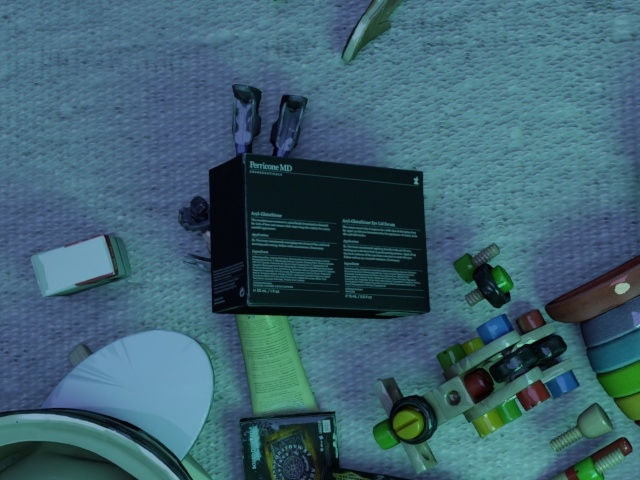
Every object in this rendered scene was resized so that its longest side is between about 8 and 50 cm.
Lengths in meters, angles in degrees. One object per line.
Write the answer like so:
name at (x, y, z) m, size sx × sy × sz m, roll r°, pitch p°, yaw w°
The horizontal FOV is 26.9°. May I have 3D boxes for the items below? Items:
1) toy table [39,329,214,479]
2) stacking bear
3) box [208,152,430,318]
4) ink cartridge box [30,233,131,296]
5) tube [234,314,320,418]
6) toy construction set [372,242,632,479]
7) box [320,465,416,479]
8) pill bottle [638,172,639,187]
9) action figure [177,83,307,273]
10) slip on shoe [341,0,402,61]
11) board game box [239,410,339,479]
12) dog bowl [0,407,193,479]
toy table at (-0.245, 0.229, 1.698) m, size 0.274 × 0.161 × 0.252 m, roll -33°, pitch 84°, yaw -1°
stacking bear at (0.430, 0.170, 1.672) m, size 0.175 × 0.164 × 0.289 m, roll -27°, pitch 87°, yaw 0°
box at (0.000, 0.000, 1.655) m, size 0.261 × 0.103 × 0.184 m, roll 4°, pitch 80°, yaw -31°
ink cartridge box at (-0.306, 0.034, 1.731) m, size 0.099 × 0.135 × 0.056 m, roll -17°, pitch 87°, yaw 2°
tube at (-0.068, 0.137, 1.726) m, size 0.070 × 0.062 × 0.240 m, roll 3°, pitch 115°, yaw 41°
toy construction set at (0.208, 0.217, 1.675) m, size 0.237 × 0.257 × 0.309 m, roll -36°, pitch 102°, yaw 17°
box at (0.095, 0.385, 1.682) m, size 0.220 × 0.051 × 0.175 m, roll 10°, pitch 110°, yaw 0°
pill bottle at (0.549, 0.011, 1.594) m, size 0.204 × 0.204 × 0.361 m, roll -30°, pitch 55°, yaw 0°
action figure at (-0.089, -0.054, 1.748) m, size 0.185 × 0.099 × 0.285 m, roll 8°, pitch 90°, yaw -9°
slip on shoe at (0.075, -0.293, 1.787) m, size 0.041 × 0.051 × 0.135 m, roll 31°, pitch 81°, yaw -7°
board game box at (-0.036, 0.318, 1.734) m, size 0.126 × 0.026 × 0.186 m, roll -4°, pitch 92°, yaw 3°
dog bowl at (-0.302, 0.374, 1.538) m, size 0.408 × 0.150 × 0.408 m, roll 0°, pitch 98°, yaw 2°
